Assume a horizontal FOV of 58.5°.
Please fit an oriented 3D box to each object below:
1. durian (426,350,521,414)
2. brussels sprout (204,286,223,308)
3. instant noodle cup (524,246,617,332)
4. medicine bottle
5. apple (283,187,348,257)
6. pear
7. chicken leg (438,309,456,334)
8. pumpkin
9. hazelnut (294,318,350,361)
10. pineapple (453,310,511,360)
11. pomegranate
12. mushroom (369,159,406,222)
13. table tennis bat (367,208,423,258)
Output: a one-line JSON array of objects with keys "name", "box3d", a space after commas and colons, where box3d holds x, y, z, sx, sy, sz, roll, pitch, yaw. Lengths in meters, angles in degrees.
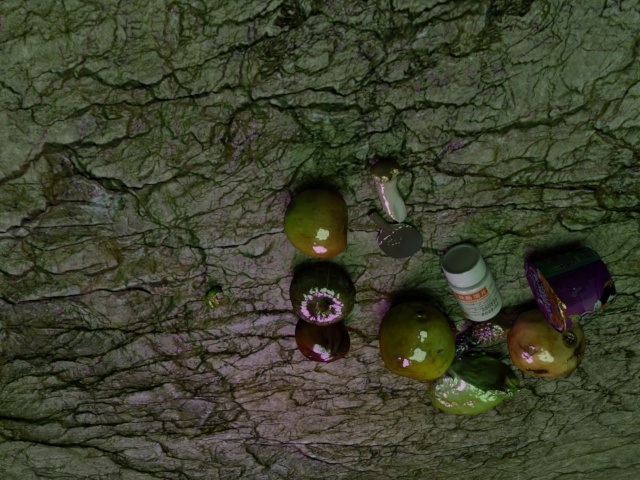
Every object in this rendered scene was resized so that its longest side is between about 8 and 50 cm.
[{"name": "durian", "box3d": [0.563, 0.547, 2.175, 0.255, 0.205, 0.340, 26, 135, -7]}, {"name": "brussels sprout", "box3d": [-0.353, 0.185, 1.884, 0.050, 0.046, 0.083, 19, 117, -15]}, {"name": "instant noodle cup", "box3d": [0.793, 0.143, 1.807, 0.190, 0.251, 0.251, -24, 129, 5]}, {"name": "medicine bottle", "box3d": [0.485, 0.135, 1.831, 0.144, 0.145, 0.252, -20, 128, 14]}, {"name": "apple", "box3d": [-0.010, -0.049, 1.602, 0.195, 0.196, 0.196, -2, 131, -2]}, {"name": "pear", "box3d": [0.321, 0.340, 1.918, 0.268, 0.269, 0.321, 0, 141, -4]}, {"name": "chicken leg", "box3d": [0.443, 0.311, 2.043, 0.093, 0.053, 0.205, -13, 128, 38]}, {"name": "pumpkin", "box3d": [0.011, 0.186, 1.831, 0.218, 0.162, 0.219, -2, 127, -3]}, {"name": "hazelnut", "box3d": [0.001, 0.339, 1.957, 0.177, 0.178, 0.204, -28, 128, 19]}, {"name": "pineapple", "box3d": [0.563, 0.344, 2.047, 0.125, 0.125, 0.251, 24, 130, -23]}, {"name": "pomegranate", "box3d": [0.780, 0.353, 1.985, 0.260, 0.261, 0.261, -2, 131, -2]}, {"name": "mushroom", "box3d": [0.200, -0.138, 1.623, 0.084, 0.071, 0.209, -35, 134, -12]}, {"name": "table tennis bat", "box3d": [0.223, -0.021, 1.758, 0.131, 0.022, 0.234, -31, 128, 23]}]
